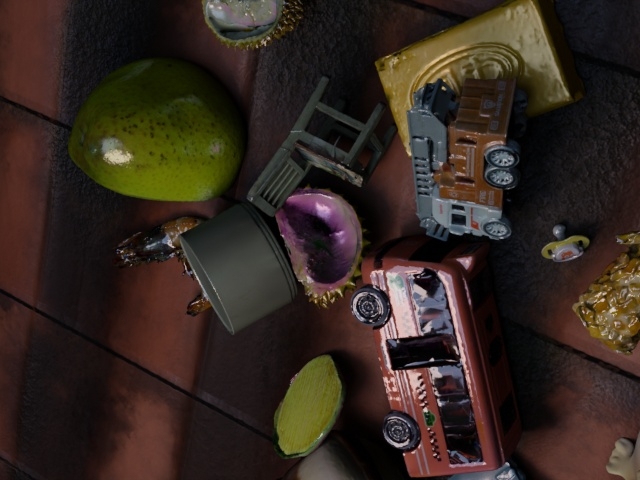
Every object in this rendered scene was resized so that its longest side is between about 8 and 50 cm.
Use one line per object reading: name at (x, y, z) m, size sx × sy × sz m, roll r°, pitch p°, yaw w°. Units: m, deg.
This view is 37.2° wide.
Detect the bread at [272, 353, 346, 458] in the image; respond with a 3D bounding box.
bread at (-0.020, 0.341, 1.933) m, size 0.033 × 0.228 × 0.228 m, roll 33°, pitch 126°, yaw -24°

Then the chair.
chair at (0.010, -0.143, 1.733) m, size 0.147 × 0.136 × 0.270 m, roll 30°, pitch 85°, yaw 20°

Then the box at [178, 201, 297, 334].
box at (-0.163, 0.054, 1.886) m, size 0.226 × 0.149 × 0.226 m, roll 56°, pitch 166°, yaw 22°

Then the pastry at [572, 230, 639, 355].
pastry at (0.530, 0.067, 1.575) m, size 0.154 × 0.102 × 0.250 m, roll 43°, pitch 123°, yaw 15°

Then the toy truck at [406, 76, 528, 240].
toy truck at (0.242, -0.123, 1.589) m, size 0.185 × 0.133 × 0.338 m, roll 9°, pitch 148°, yaw 13°

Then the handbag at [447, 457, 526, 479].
handbag at (0.349, 0.507, 1.798) m, size 0.144 × 0.057 × 0.221 m, roll -49°, pitch 54°, yaw 23°

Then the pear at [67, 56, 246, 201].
pear at (-0.348, -0.223, 1.887) m, size 0.342 × 0.318 × 0.238 m, roll 34°, pitch 123°, yaw 16°

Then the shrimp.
shrimp at (-0.329, 0.065, 2.103) m, size 0.290 × 0.054 × 0.222 m, roll -10°, pitch 99°, yaw 24°

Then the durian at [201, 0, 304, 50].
durian at (-0.127, -0.461, 1.787) m, size 0.237 × 0.138 × 0.193 m, roll 22°, pitch 119°, yaw 22°

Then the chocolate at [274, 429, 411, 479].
chocolate at (0.063, 0.495, 1.901) m, size 0.284 × 0.284 × 0.186 m, roll 31°, pitch 102°, yaw 19°

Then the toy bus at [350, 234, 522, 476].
toy bus at (0.221, 0.205, 1.741) m, size 0.233 × 0.203 × 0.426 m, roll -8°, pitch 101°, yaw 27°

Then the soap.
soap at (0.265, -0.280, 1.633) m, size 0.325 × 0.096 × 0.204 m, roll -19°, pitch 94°, yaw 33°

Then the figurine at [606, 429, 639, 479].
figurine at (0.541, 0.453, 1.599) m, size 0.227 × 0.274 × 0.394 m, roll 31°, pitch 94°, yaw -17°

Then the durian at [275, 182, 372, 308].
durian at (0.013, 0.000, 1.818) m, size 0.187 × 0.154 × 0.260 m, roll -23°, pitch 69°, yaw 30°

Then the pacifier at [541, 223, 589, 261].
pacifier at (0.424, 0.002, 1.656) m, size 0.083 × 0.068 × 0.064 m, roll -18°, pitch 60°, yaw 16°
